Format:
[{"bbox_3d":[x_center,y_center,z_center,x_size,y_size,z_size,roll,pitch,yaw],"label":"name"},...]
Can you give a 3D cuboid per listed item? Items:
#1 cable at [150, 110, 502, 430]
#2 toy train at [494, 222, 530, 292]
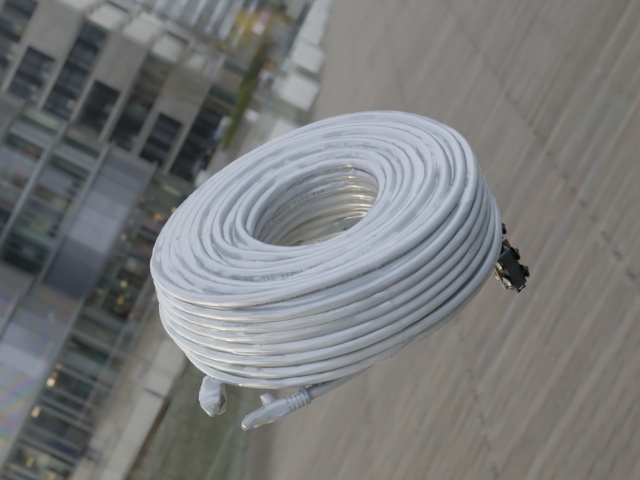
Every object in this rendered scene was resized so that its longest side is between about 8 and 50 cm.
[{"bbox_3d":[0.000,0.000,0.985,0.257,0.089,0.257,-25,31,-6],"label":"cable"},{"bbox_3d":[0.135,-0.015,1.134,0.027,0.158,0.036,-39,35,-11],"label":"toy train"}]
